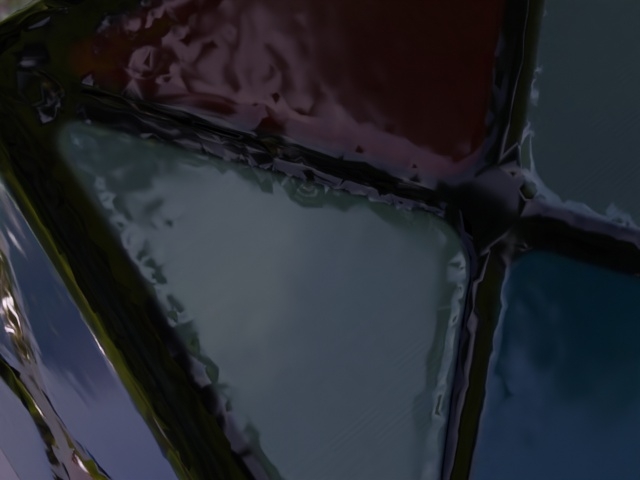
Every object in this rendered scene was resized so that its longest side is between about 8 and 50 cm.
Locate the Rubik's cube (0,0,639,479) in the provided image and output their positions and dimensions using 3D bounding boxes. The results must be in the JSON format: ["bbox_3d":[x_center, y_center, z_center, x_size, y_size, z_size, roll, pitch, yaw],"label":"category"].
[{"bbox_3d":[0.000,0.000,0.541,0.250,0.248,0.246,-36,-168,-25],"label":"Rubik's cube"}]
